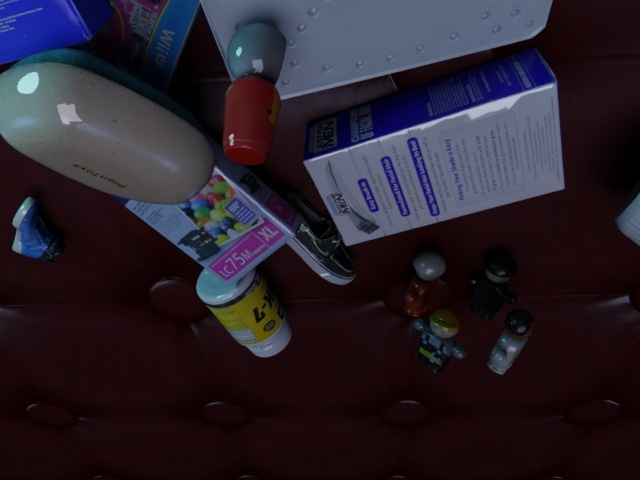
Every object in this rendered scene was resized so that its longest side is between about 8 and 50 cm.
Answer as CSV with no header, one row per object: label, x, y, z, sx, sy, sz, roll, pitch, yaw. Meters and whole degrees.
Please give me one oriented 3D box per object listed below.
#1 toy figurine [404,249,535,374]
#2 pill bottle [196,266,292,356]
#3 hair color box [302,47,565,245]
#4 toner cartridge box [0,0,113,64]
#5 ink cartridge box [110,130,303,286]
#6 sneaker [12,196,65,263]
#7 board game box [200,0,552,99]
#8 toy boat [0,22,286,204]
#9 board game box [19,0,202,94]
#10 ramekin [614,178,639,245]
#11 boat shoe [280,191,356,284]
toy figurine,0.263,0.122,0.923,0.213,0.209,0.148,5,128,-4
pill bottle,-0.141,0.131,1.006,0.119,0.119,0.208,-14,132,15
hair color box,0.163,-0.125,0.757,0.339,0.110,0.185,-16,133,14
toner cartridge box,-0.420,-0.261,0.537,0.348,0.075,0.165,-9,131,11
ink cartridge box,-0.203,-0.074,0.813,0.311,0.065,0.186,42,125,-16
sneaker,-0.495,-0.012,0.919,0.084,0.058,0.152,26,134,-14
board game box,0.057,-0.326,0.496,0.390,0.050,0.390,-13,150,2
toy boat,-0.177,-0.143,0.584,0.318,0.148,0.267,-4,161,27
board game box,-0.297,-0.310,0.601,0.303,0.097,0.224,23,132,-19
ramekin,0.523,-0.070,0.735,0.109,0.207,0.207,36,136,19
boat shoe,0.000,0.000,0.903,0.070,0.078,0.219,-31,124,29
